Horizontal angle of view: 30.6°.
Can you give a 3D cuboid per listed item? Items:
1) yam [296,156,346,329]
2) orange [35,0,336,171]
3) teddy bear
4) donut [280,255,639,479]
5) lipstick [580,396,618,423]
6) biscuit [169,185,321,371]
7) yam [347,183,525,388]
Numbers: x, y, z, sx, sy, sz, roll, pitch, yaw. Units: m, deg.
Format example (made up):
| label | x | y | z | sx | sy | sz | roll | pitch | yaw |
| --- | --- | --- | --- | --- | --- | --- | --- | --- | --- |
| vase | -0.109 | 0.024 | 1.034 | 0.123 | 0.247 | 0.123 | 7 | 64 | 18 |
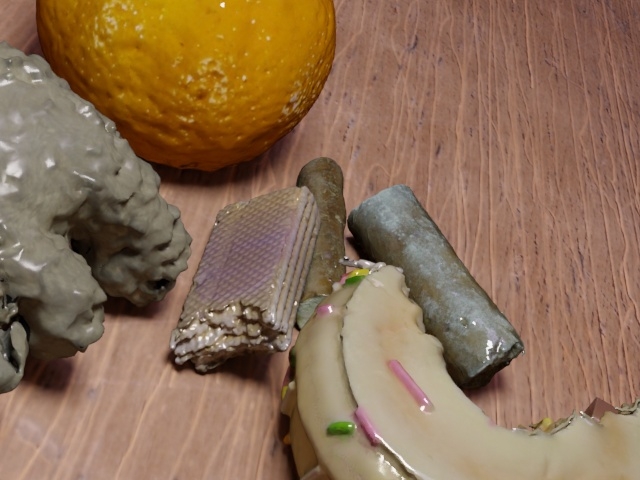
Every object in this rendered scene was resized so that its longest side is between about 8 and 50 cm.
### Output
| label | x | y | z | sx | sy | sz | roll | pitch | yaw |
| --- | --- | --- | --- | --- | --- | --- | --- | --- | --- |
| yam | 0.000 | 0.000 | 1.282 | 0.061 | 0.061 | 0.253 | 19 | 36 | -14 |
| orange | -0.141 | -0.253 | 1.298 | 0.340 | 0.293 | 0.340 | 21 | 34 | -15 |
| teddy bear | -0.324 | -0.008 | 0.987 | 0.357 | 0.224 | 0.367 | 33 | 50 | 4 |
| donut | 0.130 | 0.196 | 1.049 | 0.371 | 0.150 | 0.307 | 29 | 35 | 0 |
| lipstick | 0.345 | 0.228 | 1.251 | 0.145 | 0.045 | 0.045 | 31 | 36 | 4 |
| biscuit | -0.069 | 0.034 | 1.158 | 0.108 | 0.062 | 0.239 | -13 | 30 | 18 |
| yam | 0.124 | 0.049 | 1.282 | 0.093 | 0.093 | 0.259 | -4 | 47 | -38 |
